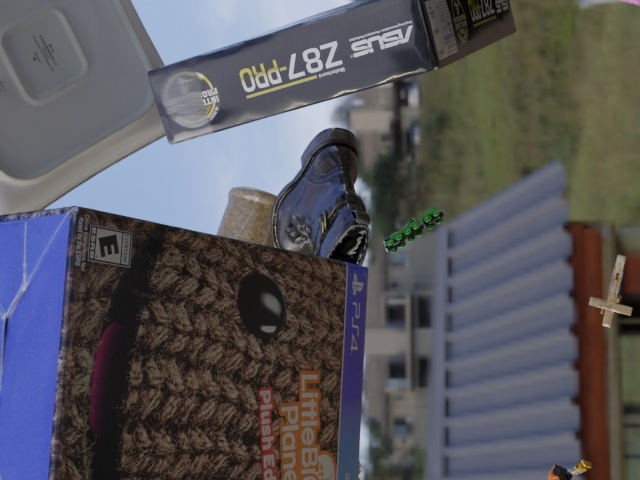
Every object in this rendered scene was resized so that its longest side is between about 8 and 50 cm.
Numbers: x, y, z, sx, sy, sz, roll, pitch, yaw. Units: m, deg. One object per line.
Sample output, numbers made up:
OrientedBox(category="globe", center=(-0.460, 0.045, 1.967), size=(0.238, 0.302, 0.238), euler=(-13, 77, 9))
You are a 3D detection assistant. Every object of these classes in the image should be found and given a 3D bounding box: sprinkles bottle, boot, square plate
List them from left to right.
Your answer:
OrientedBox(category="square plate", center=(-0.356, -0.230, 1.735), size=(0.344, 0.049, 0.347), euler=(-36, -70, -31))
OrientedBox(category="sprinkles bottle", center=(-0.134, 0.103, 2.011), size=(0.121, 0.121, 0.355), euler=(52, -124, -70))
OrientedBox(category="boot", center=(0.000, 0.000, 1.832), size=(0.229, 0.091, 0.263), euler=(-97, 21, -45))

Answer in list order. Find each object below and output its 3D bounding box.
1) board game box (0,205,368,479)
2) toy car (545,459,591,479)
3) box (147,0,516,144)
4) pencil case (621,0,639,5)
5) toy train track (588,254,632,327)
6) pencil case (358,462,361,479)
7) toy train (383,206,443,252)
OrientedBox(category="board game box", center=(-0.114, 0.115, 0.987), size=(0.291, 0.141, 0.232), euler=(12, -102, -47))
OrientedBox(category="toy car", center=(0.349, 0.344, 1.922), size=(0.122, 0.040, 0.060), euler=(8, -128, -56))
OrientedBox(category="box", center=(0.028, -0.221, 1.577), size=(0.395, 0.318, 0.097), euler=(-37, -66, -66))
OrientedBox(category="pencil case", center=(0.358, -0.429, 1.920), size=(0.167, 0.386, 0.160), euler=(-55, -41, -11))
OrientedBox(category="toy train track", center=(0.327, 0.055, 1.525), size=(0.014, 0.048, 0.083), euler=(-29, -49, -62))
OrientedBox(category="pencil case", center=(0.044, 0.326, 1.272), size=(0.183, 0.160, 0.410), euler=(-61, 29, 0))
OrientedBox(category="toy train", center=(0.110, -0.013, 1.646), size=(0.024, 0.083, 0.017), euler=(45, 165, 54))
